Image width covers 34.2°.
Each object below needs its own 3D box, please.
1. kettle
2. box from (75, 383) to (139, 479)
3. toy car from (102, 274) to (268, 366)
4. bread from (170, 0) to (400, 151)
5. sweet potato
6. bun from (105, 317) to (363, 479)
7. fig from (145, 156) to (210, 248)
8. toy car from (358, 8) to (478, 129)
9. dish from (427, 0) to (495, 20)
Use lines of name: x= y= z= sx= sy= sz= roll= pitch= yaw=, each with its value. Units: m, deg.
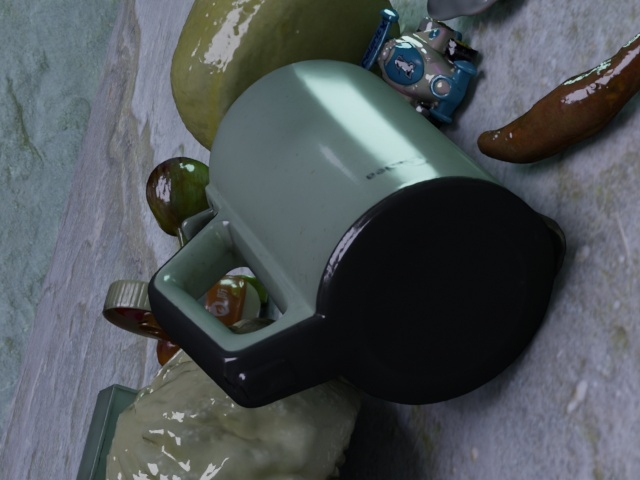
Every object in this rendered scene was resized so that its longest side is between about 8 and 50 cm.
kettle: x=0.000 y=0.000 z=1.043 sx=0.377 sy=0.361 sz=0.250 roll=-129 pitch=22 yaw=-60
box: x=-0.309 y=0.359 z=1.656 sx=0.086 sy=0.129 sz=0.225 roll=-29 pitch=45 yaw=56
toy car: x=-0.208 y=0.115 z=1.527 sx=0.235 sy=0.235 sz=0.145 roll=-28 pitch=47 yaw=57
bread: x=-0.049 y=-0.244 z=1.375 sx=0.237 sy=0.320 sz=0.320 roll=35 pitch=104 yaw=44
sweet potato: x=0.238 y=-0.126 z=0.960 sx=0.255 sy=0.058 sz=0.078 roll=-37 pitch=18 yaw=44
bun: x=-0.102 y=0.235 z=1.096 sx=0.349 sy=0.227 sz=0.352 roll=108 pitch=-175 yaw=-61
fig: x=-0.242 y=-0.028 z=1.850 sx=0.149 sy=0.149 sz=0.245 roll=-44 pitch=46 yaw=45
toy car: x=0.111 y=-0.203 z=1.244 sx=0.126 sy=0.098 sz=0.161 roll=-64 pitch=22 yaw=17
dish: x=0.180 y=-0.368 z=1.210 sx=0.229 sy=0.081 sz=0.229 roll=-41 pitch=31 yaw=31
